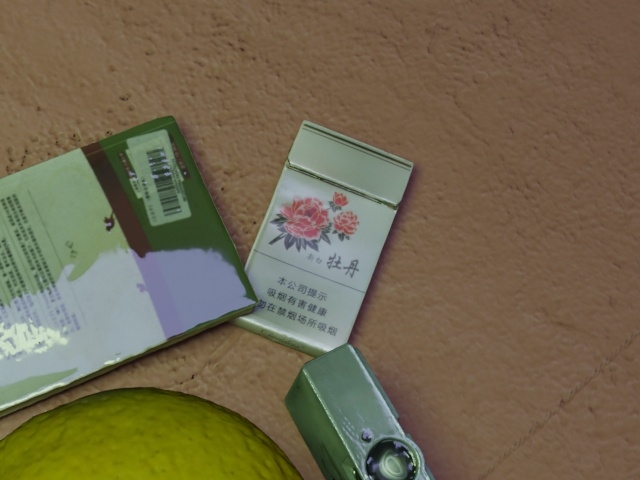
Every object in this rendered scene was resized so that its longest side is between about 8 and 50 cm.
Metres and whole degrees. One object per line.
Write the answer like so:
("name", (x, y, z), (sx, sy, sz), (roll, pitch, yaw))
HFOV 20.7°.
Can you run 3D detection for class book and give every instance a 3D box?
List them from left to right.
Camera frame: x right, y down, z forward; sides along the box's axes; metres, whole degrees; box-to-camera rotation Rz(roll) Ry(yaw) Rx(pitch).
("book", (-0.220, 0.026, 1.484), (0.289, 0.026, 0.201), (-21, 73, -11))

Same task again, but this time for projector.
("projector", (0.035, 0.167, 1.438), (0.061, 0.115, 0.147), (-27, 77, -15))

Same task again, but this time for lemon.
("lemon", (-0.140, 0.234, 1.322), (0.267, 0.267, 0.267), (3, 70, -8))

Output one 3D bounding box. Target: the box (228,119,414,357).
("box", (0.000, 0.000, 1.539), (0.109, 0.029, 0.198), (22, 69, -1))
